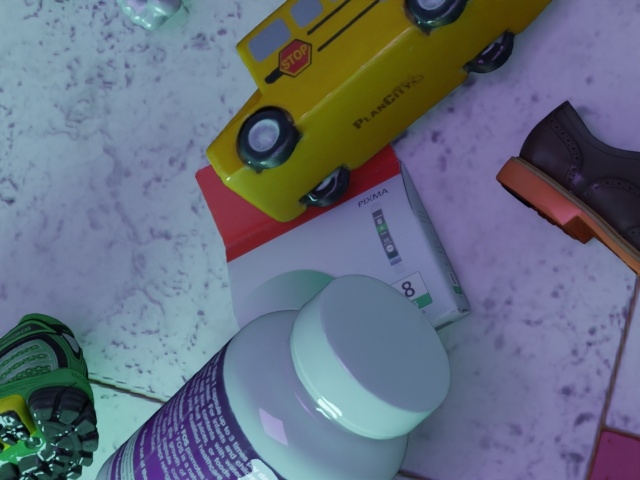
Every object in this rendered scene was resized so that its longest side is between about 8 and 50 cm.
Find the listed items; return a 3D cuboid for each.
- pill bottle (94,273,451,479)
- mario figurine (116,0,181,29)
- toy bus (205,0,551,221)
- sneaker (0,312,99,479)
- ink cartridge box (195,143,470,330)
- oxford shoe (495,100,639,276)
[{"bbox_3d":[-0.037,0.161,1.490,0.301,0.169,0.169,-44,72,35],"label":"pill bottle"},{"bbox_3d":[-0.138,-0.302,1.601,0.320,0.198,0.170,-12,60,22],"label":"mario figurine"},{"bbox_3d":[0.048,-0.166,1.554,0.333,0.108,0.130,-39,56,12],"label":"toy bus"},{"bbox_3d":[-0.331,0.188,1.679,0.343,0.134,0.146,-30,41,21],"label":"sneaker"},{"bbox_3d":[0.000,0.000,1.601,0.181,0.056,0.224,-27,79,15],"label":"ink cartridge box"},{"bbox_3d":[0.271,-0.015,1.489,0.271,0.097,0.098,35,91,18],"label":"oxford shoe"}]
